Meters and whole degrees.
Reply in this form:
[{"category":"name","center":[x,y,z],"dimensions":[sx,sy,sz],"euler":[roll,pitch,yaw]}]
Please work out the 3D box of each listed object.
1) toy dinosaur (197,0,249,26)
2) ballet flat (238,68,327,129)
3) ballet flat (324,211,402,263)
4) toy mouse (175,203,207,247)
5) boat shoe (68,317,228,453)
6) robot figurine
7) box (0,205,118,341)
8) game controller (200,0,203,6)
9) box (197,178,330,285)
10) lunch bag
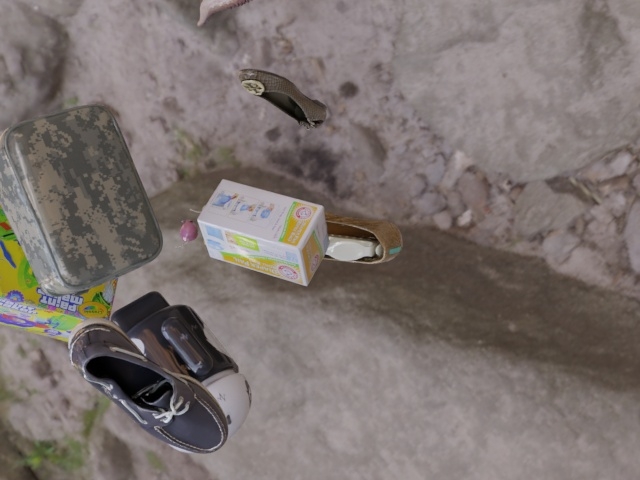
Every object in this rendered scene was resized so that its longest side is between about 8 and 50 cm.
[{"category":"toy dinosaur","center":[-0.103,-0.435,1.333],"dimensions":[0.200,0.127,0.296],"euler":[10,113,-11]},{"category":"ballet flat","center":[-0.073,-0.279,1.847],"dimensions":[0.084,0.250,0.058],"euler":[8,81,37]},{"category":"ballet flat","center":[0.000,0.000,1.956],"dimensions":[0.342,0.124,0.116],"euler":[9,108,13]},{"category":"toy mouse","center":[-0.258,-0.042,2.024],"dimensions":[0.143,0.161,0.031],"euler":[50,161,43]},{"category":"boat shoe","center":[-0.167,0.159,0.920],"dimensions":[0.206,0.075,0.065],"euler":[45,-179,-27]},{"category":"robot figurine","center":[-0.234,0.218,1.541],"dimensions":[0.173,0.209,0.278],"euler":[-44,71,9]},{"category":"box","center":[-0.569,0.030,1.886],"dimensions":[0.177,0.290,0.279],"euler":[-31,46,52]},{"category":"game controller","center":[-0.176,-0.533,1.484],"dimensions":[0.067,0.166,0.319],"euler":[5,126,-3]},{"category":"box","center":[-0.098,-0.014,1.640],"dimensions":[0.203,0.103,0.114],"euler":[15,146,20]},{"category":"lunch bag","center":[-0.437,-0.060,1.578],"dimensions":[0.256,0.212,0.305],"euler":[-18,95,55]}]
